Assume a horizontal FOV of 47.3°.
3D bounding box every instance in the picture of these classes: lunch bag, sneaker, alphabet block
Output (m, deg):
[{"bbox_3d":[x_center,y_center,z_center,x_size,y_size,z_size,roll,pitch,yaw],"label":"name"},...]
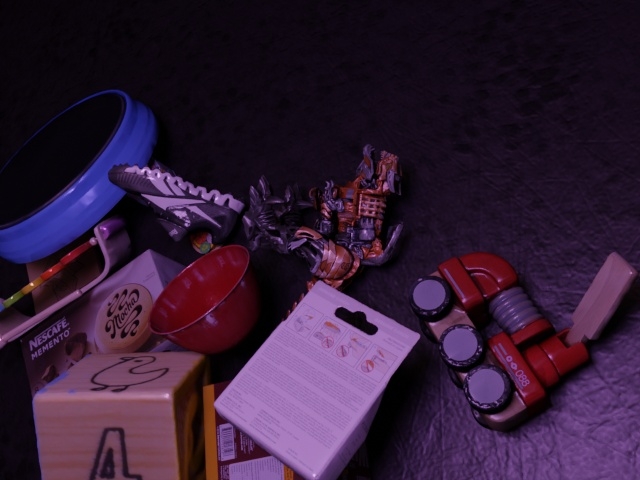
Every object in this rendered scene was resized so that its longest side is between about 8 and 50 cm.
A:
[{"bbox_3d":[-0.317,-0.106,1.362,0.083,0.071,0.053,-44,58,6],"label":"lunch bag"},{"bbox_3d":[-0.248,-0.055,1.225,0.234,0.078,0.106,18,79,-12],"label":"sneaker"},{"bbox_3d":[-0.270,0.277,1.051,0.197,0.192,0.194,-3,100,6],"label":"alphabet block"}]

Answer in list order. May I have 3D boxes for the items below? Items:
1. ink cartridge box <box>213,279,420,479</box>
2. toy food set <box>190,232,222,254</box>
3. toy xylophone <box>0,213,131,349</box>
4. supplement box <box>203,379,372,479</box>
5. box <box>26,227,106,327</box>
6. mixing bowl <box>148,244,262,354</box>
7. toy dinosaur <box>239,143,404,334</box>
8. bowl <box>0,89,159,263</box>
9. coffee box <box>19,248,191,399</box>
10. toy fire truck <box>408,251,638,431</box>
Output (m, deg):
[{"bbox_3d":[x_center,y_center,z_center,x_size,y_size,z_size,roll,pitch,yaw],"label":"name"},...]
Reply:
[{"bbox_3d":[0.000,0.181,0.950,0.181,0.056,0.225,27,64,32],"label":"ink cartridge box"},{"bbox_3d":[-0.195,-0.016,1.291,0.082,0.020,0.083,38,90,33],"label":"toy food set"},{"bbox_3d":[-0.468,0.080,1.273,0.322,0.236,0.081,-34,99,3],"label":"toy xylophone"},{"bbox_3d":[-0.045,0.287,1.025,0.194,0.129,0.192,-17,63,21],"label":"supplement box"},{"bbox_3d":[-0.493,0.071,1.413,0.164,0.021,0.201,-32,59,13],"label":"box"},{"bbox_3d":[-0.155,0.102,1.092,0.181,0.098,0.181,-27,28,16],"label":"mixing bowl"},{"bbox_3d":[0.000,0.000,1.113,0.218,0.164,0.322,29,77,18],"label":"toy dinosaur"},{"bbox_3d":[-0.479,-0.133,1.372,0.391,0.077,0.391,-23,39,21],"label":"bowl"},{"bbox_3d":[-0.344,0.173,1.234,0.297,0.119,0.168,-33,60,12],"label":"coffee box"},{"bbox_3d":[0.262,0.092,0.943,0.246,0.158,0.217,-30,58,1],"label":"toy fire truck"}]
